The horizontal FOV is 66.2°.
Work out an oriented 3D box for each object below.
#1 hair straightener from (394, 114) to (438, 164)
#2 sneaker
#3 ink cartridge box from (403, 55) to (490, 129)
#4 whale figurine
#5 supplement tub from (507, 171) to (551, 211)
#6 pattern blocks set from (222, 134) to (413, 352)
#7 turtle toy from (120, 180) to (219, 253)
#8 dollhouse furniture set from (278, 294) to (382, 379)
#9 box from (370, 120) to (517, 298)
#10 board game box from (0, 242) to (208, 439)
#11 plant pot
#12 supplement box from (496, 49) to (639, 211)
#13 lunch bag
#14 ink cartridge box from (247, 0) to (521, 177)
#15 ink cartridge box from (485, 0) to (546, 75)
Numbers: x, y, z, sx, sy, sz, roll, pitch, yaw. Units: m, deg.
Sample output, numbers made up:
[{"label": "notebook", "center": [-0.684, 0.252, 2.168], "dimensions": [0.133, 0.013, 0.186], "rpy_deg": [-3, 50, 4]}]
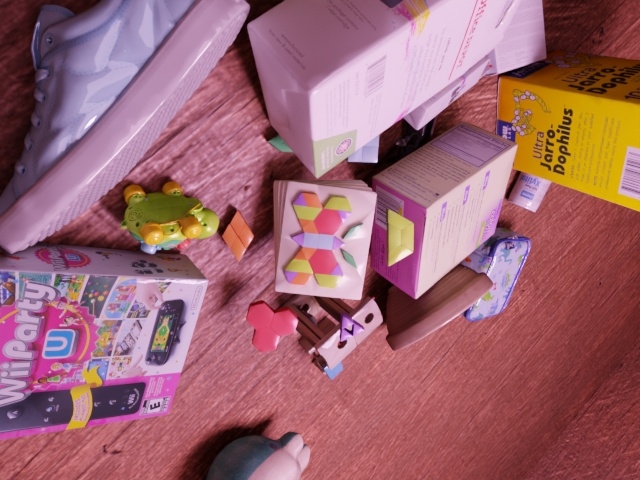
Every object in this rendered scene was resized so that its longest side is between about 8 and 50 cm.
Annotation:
[{"label": "hair straightener", "center": [0.149, -0.166, 0.857], "dimensions": [0.089, 0.047, 0.230], "rpy_deg": [-10, 125, -45]}, {"label": "sneaker", "center": [-0.245, -0.155, 0.518], "dimensions": [0.150, 0.135, 0.366], "rpy_deg": [42, 92, -11]}, {"label": "ink cartridge box", "center": [0.185, -0.272, 0.774], "dimensions": [0.181, 0.104, 0.061], "rpy_deg": [-40, 168, -15]}, {"label": "whale figurine", "center": [-0.116, 0.447, 0.947], "dimensions": [0.216, 0.141, 0.272], "rpy_deg": [-59, 159, 4]}, {"label": "supplement tub", "center": [0.485, -0.126, 1.127], "dimensions": [0.071, 0.071, 0.107], "rpy_deg": [13, 104, -42]}, {"label": "pattern blocks set", "center": [0.000, 0.000, 0.736], "dimensions": [0.285, 0.026, 0.325], "rpy_deg": [-9, 100, -3]}, {"label": "turtle toy", "center": [-0.192, -0.024, 0.638], "dimensions": [0.130, 0.095, 0.066], "rpy_deg": [-10, 141, -34]}, {"label": "dollhouse furniture set", "center": [0.038, 0.170, 0.893], "dimensions": [0.129, 0.129, 0.183], "rpy_deg": [-40, 131, -14]}, {"label": "box", "center": [0.213, -0.058, 0.877], "dimensions": [0.243, 0.117, 0.213], "rpy_deg": [-33, 141, -26]}, {"label": "board game box", "center": [-0.319, 0.121, 0.606], "dimensions": [0.303, 0.097, 0.224], "rpy_deg": [7, 109, -40]}, {"label": "plant pot", "center": [0.212, 0.110, 0.979], "dimensions": [0.237, 0.110, 0.237], "rpy_deg": [-34, 171, -6]}, {"label": "supplement box", "center": [0.537, -0.215, 0.919], "dimensions": [0.194, 0.356, 0.195], "rpy_deg": [-29, 129, -24]}, {"label": "lunch bag", "center": [0.402, 0.077, 1.163], "dimensions": [0.176, 0.090, 0.219], "rpy_deg": [-1, 115, -41]}, {"label": "ink cartridge box", "center": [0.096, -0.260, 0.626], "dimensions": [0.353, 0.119, 0.207], "rpy_deg": [-36, 164, -10]}, {"label": "ink cartridge box", "center": [0.344, -0.406, 0.895], "dimensions": [0.145, 0.045, 0.179], "rpy_deg": [-23, 108, -26]}]
